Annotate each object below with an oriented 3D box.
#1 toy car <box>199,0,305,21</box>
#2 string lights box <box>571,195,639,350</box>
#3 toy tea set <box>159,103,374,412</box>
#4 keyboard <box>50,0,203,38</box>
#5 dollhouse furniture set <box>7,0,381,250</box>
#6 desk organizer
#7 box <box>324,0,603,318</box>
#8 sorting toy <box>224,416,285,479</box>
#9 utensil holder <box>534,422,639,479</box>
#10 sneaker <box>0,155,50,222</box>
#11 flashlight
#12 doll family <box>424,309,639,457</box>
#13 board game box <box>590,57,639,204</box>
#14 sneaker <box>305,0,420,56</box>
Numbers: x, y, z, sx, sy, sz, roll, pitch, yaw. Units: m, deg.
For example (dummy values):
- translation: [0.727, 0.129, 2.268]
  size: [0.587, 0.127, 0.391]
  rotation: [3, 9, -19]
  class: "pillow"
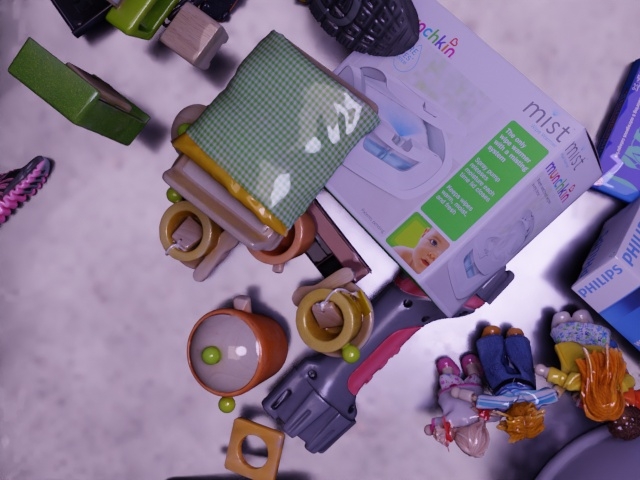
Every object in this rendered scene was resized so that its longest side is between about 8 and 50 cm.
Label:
- translation: [-0.078, -0.281, 1.411]
  size: [0.122, 0.060, 0.040]
  rotation: [4, 47, -16]
  class: "toy car"
- translation: [0.410, 0.085, 1.346]
  size: [0.260, 0.133, 0.077]
  rotation: [42, 136, -4]
  class: "string lights box"
- translation: [-0.096, 0.014, 1.330]
  size: [0.200, 0.124, 0.336]
  rotation: [-33, 78, 21]
  class: "toy tea set"
- translation: [-0.157, -0.334, 1.379]
  size: [0.317, 0.033, 0.201]
  rotation: [-37, 65, 2]
  class: "keyboard"
- translation: [-0.120, -0.149, 1.233]
  size: [0.301, 0.151, 0.197]
  rotation: [37, 92, 14]
  class: "dollhouse furniture set"
- translation: [0.000, 0.000, 1.402]
  size: [0.050, 0.047, 0.130]
  rotation: [-38, 91, 4]
  class: "desk organizer"
- translation: [0.125, -0.094, 1.310]
  size: [0.231, 0.127, 0.262]
  rotation: [-43, 60, 2]
  class: "box"
- translation: [-0.105, 0.373, 1.376]
  size: [0.196, 0.047, 0.347]
  rotation: [3, 95, 25]
  class: "sorting toy"
- translation: [0.385, 0.372, 1.240]
  size: [0.328, 0.385, 0.327]
  rotation: [0, 92, 0]
  class: "utensil holder"
- translation: [-0.366, -0.062, 1.408]
  size: [0.119, 0.047, 0.057]
  rotation: [-42, 79, 0]
  class: "sneaker"
- translation: [0.080, 0.114, 1.384]
  size: [0.304, 0.103, 0.103]
  rotation: [-47, 62, 5]
  class: "flashlight"
- translation: [0.238, 0.153, 1.328]
  size: [0.263, 0.163, 0.118]
  rotation: [-8, 125, 2]
  class: "doll family"
- translation: [0.428, -0.095, 1.396]
  size: [0.210, 0.047, 0.160]
  rotation: [22, 92, -1]
  class: "board game box"
- translation: [0.020, -0.323, 1.289]
  size: [0.286, 0.130, 0.109]
  rotation: [54, 136, 1]
  class: "sneaker"
